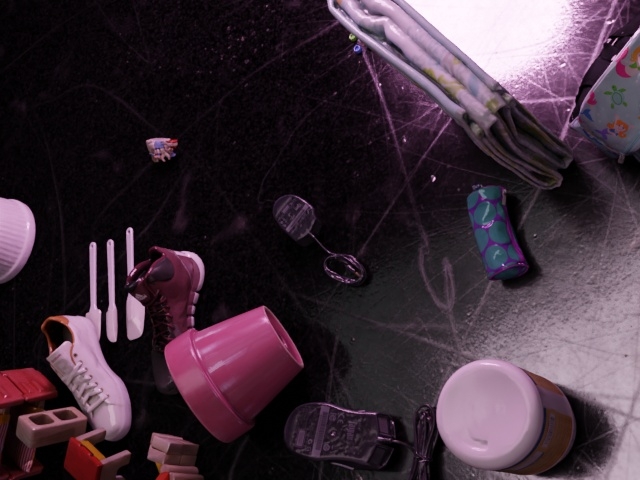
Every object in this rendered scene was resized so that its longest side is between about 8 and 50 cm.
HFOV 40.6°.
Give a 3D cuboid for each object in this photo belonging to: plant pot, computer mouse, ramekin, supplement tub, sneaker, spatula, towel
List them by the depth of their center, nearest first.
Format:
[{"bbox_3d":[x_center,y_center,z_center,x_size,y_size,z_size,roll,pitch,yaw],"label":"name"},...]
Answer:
[{"bbox_3d":[0.262,0.247,1.190,0.144,0.200,0.144,-12,68,30],"label":"supplement tub"},{"bbox_3d":[0.200,-0.242,1.317,0.090,0.321,0.374,-48,56,14],"label":"towel"},{"bbox_3d":[0.064,0.353,1.374,0.262,0.060,0.184,-3,64,22],"label":"computer mouse"},{"bbox_3d":[-0.137,0.213,1.484,0.180,0.201,0.201,-34,57,2],"label":"plant pot"},{"bbox_3d":[0.000,0.000,1.552,0.071,0.041,0.242,-49,61,9],"label":"computer mouse"},{"bbox_3d":[-0.313,0.142,1.628,0.107,0.163,0.281,-8,70,31],"label":"sneaker"},{"bbox_3d":[-0.480,0.274,1.719,0.106,0.123,0.290,-42,63,15],"label":"sneaker"},{"bbox_3d":[-0.433,0.100,1.814,0.168,0.019,0.241,-20,65,34],"label":"spatula"},{"bbox_3d":[-0.777,-0.009,2.020,0.207,0.109,0.207,-11,70,30],"label":"ramekin"}]

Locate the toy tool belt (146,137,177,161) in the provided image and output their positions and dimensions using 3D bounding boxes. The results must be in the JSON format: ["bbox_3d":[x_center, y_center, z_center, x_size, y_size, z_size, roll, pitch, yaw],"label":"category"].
[{"bbox_3d":[-0.330,-0.188,1.826,0.083,0.052,0.051,8,111,38],"label":"toy tool belt"}]

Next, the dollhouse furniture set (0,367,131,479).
[{"bbox_3d":[-0.546,0.417,1.659,0.374,0.152,0.201,27,109,39],"label":"dollhouse furniture set"}]

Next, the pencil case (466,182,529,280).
[{"bbox_3d":[0.276,-0.014,1.350,0.070,0.065,0.151,-33,58,40],"label":"pencil case"}]

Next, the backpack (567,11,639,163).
[{"bbox_3d":[0.457,-0.214,1.182,0.191,0.253,0.225,40,97,16],"label":"backpack"}]

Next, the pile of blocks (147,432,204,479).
[{"bbox_3d":[-0.244,0.490,1.501,0.149,0.113,0.362,-45,55,13],"label":"pile of blocks"}]

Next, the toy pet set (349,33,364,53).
[{"bbox_3d":[0.080,-0.437,1.618,0.114,0.065,0.122,-30,61,22],"label":"toy pet set"}]
